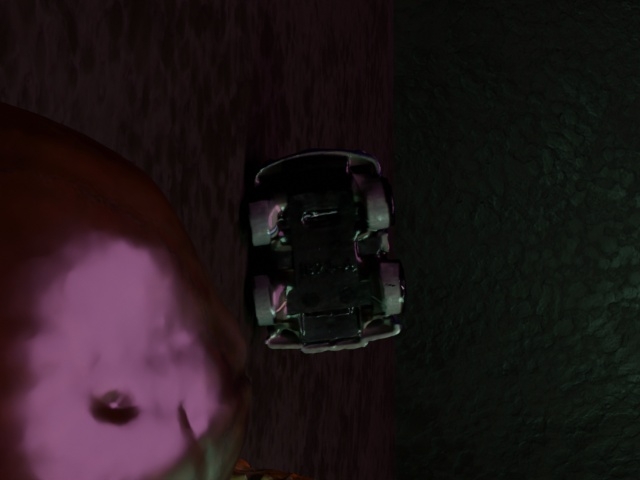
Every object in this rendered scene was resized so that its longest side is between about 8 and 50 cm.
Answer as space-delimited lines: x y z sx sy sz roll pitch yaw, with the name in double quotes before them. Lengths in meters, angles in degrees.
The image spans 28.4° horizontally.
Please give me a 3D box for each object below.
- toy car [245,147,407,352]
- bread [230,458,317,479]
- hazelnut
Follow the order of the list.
"toy car" 0.000 0.000 1.457 0.158 0.172 0.235 -110 -166 -70
"bread" -0.051 0.315 1.207 0.139 0.143 0.229 -29 122 -78
"hazelnut" -0.135 0.063 0.515 0.217 0.217 0.251 -68 150 -64
